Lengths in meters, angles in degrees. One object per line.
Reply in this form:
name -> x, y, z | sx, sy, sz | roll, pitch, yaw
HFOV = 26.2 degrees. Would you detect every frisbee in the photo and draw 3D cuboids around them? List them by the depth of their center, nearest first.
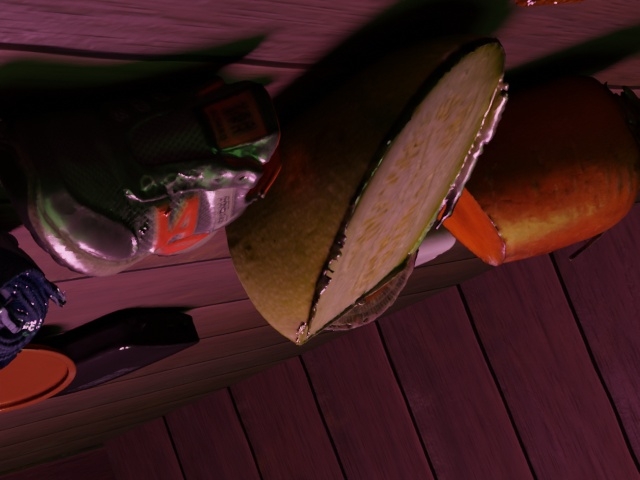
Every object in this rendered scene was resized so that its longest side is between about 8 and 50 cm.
frisbee -> -0.480, 0.204, 2.003 | 0.251, 0.021, 0.251 | -13, 157, -6

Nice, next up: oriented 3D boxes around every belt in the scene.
belt -> -0.329, 0.041, 1.272 | 0.122, 0.128, 0.218 | -50, 175, -12

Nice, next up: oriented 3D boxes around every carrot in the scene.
carrot -> 0.268, -0.085, 1.598 | 0.331, 0.214, 0.193 | -23, 174, -11

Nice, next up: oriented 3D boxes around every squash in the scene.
squash -> 0.076, -0.063, 1.284 | 0.233, 0.210, 0.309 | -32, -175, -41

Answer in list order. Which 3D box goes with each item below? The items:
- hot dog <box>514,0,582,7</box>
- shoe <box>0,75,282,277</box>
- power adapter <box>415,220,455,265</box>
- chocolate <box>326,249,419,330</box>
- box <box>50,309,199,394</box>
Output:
hot dog -> 0.198, -0.219, 1.168 | 0.083, 0.035, 0.058 | -12, 167, -42
shoe -> -0.116, -0.066, 1.099 | 0.171, 0.132, 0.336 | -29, 171, 18
power adapter -> 0.104, -0.026, 1.822 | 0.205, 0.125, 0.130 | -13, 168, -47
chocolate -> 0.000, -0.008, 1.660 | 0.221, 0.221, 0.147 | -17, -161, -24
box -> -0.363, 0.191, 2.224 | 0.289, 0.073, 0.290 | -23, 171, 16
